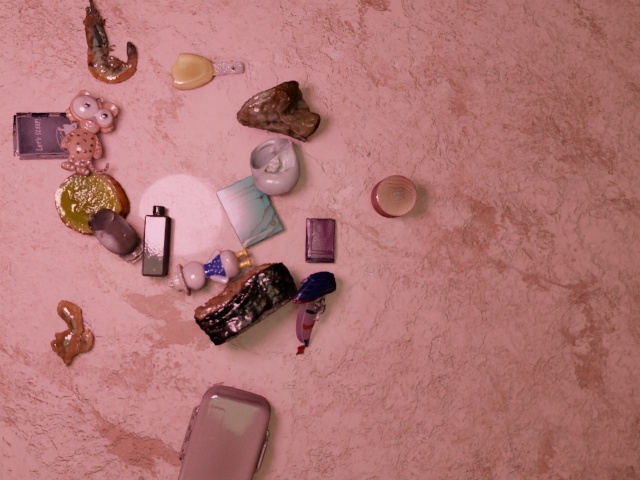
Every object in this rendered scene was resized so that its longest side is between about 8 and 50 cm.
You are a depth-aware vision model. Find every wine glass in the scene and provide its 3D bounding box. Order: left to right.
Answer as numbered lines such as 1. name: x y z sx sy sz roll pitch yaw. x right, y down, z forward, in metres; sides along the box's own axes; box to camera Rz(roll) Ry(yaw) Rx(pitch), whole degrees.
1. wine glass: -0.672 -0.018 1.567 0.111 0.204 0.111 -6 59 10

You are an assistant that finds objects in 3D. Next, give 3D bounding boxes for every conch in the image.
1. conch: -0.162 -0.256 1.669 0.185 0.121 0.221 19 63 -13

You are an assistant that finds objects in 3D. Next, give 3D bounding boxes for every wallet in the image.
1. wallet: 0.000 0.000 1.732 0.111 0.030 0.166 1 88 -5

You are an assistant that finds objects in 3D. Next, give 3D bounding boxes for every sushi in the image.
1. sushi: -0.250 0.207 1.618 0.350 0.211 0.171 -34 88 -11

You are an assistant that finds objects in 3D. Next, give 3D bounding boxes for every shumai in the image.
1. shumai: -0.142 -0.417 1.638 0.272 0.222 0.204 -26 96 -15

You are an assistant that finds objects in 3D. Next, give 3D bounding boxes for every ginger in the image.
1. ginger: -0.861 0.312 1.616 0.133 0.059 0.214 -26 93 -11

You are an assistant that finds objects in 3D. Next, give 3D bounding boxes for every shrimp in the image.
1. shrimp: -0.734 -0.697 1.656 0.169 0.058 0.296 -7 93 -14

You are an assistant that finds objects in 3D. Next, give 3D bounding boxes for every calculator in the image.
1. calculator: -0.918 -0.362 1.638 0.274 0.028 0.166 -2 90 -6

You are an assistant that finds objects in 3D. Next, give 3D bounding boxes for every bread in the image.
1. bread: -0.783 -0.129 1.628 0.236 0.070 0.236 0 87 -6

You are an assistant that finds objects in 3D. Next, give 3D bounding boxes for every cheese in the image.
1. cheese: -0.405 -0.610 1.690 0.255 0.050 0.127 -9 88 -8

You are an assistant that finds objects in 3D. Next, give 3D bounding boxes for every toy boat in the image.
1. toy boat: -0.046 0.247 1.649 0.072 0.219 0.318 27 89 32

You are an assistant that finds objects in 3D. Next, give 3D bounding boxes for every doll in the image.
1. doll: -0.774 -0.354 1.581 0.154 0.119 0.278 9 84 -31
2. doll: -0.386 0.106 1.645 0.293 0.119 0.138 -20 71 -8

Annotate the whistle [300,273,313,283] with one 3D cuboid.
1. whistle: -0.036 0.139 1.724 0.083 0.033 0.029 -25 88 -7

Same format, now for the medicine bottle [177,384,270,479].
1. medicine bottle: -0.328 0.705 1.636 0.282 0.123 0.375 17 86 -7

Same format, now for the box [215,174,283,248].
1. box: -0.254 -0.105 1.700 0.161 0.042 0.226 -27 92 -5

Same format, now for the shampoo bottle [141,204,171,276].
1. shampoo bottle: -0.567 0.002 1.645 0.079 0.080 0.246 3 89 -8

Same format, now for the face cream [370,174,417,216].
1. face cream: 0.266 -0.158 1.727 0.149 0.104 0.149 0 89 -6
